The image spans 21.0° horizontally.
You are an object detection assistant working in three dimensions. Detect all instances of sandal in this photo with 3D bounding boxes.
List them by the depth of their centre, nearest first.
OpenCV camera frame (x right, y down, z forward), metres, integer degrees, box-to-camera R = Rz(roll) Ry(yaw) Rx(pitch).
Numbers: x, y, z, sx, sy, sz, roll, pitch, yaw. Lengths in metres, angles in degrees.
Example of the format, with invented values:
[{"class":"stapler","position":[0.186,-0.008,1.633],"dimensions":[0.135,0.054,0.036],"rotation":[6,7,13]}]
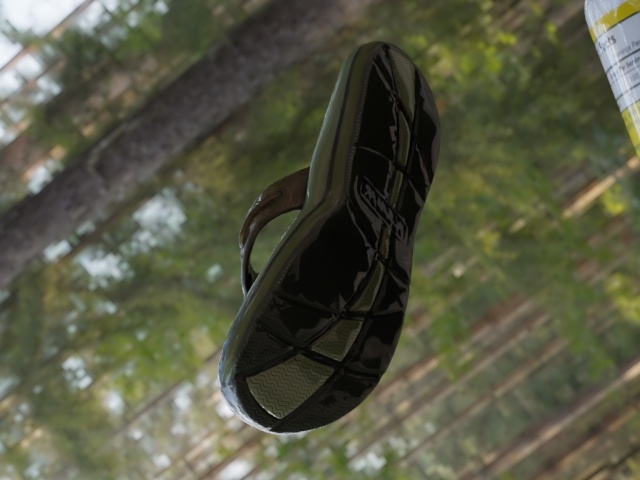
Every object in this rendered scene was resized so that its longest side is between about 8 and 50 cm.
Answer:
[{"class":"sandal","position":[0.001,0.000,1.108],"dimensions":[0.120,0.086,0.302],"rotation":[55,-139,-35]}]

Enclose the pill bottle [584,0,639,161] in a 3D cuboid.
[{"class":"pill bottle","position":[0.293,-0.117,1.169],"dimensions":[0.333,0.188,0.188],"rotation":[70,-163,5]}]
